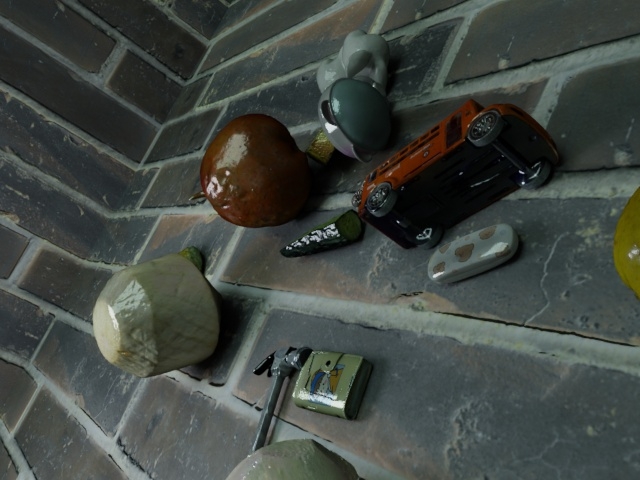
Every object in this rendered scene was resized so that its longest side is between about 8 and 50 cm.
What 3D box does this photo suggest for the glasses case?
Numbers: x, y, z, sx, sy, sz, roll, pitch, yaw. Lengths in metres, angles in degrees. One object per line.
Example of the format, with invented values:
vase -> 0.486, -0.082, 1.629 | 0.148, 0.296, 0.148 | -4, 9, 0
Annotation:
glasses case -> 0.237, 0.022, 1.033 | 0.164, 0.041, 0.063 | -27, 41, 43

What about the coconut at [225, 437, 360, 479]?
coconut -> -0.038, 0.384, 0.918 | 0.224, 0.224, 0.234 | -46, 31, 19

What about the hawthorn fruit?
hawthorn fruit -> -0.174, -0.148, 1.570 | 0.298, 0.277, 0.277 | -25, 30, -6

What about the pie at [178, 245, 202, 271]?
pie -> -0.442, 0.130, 1.920 | 0.277, 0.078, 0.277 | -35, 37, 31

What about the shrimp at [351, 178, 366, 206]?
shrimp -> 0.096, -0.111, 1.388 | 0.029, 0.038, 0.092 | 37, 94, 18

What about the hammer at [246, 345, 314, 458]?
hammer -> -0.118, 0.394, 1.201 | 0.152, 0.044, 0.427 | -19, 47, 49

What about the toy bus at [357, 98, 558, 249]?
toy bus -> 0.222, -0.120, 1.098 | 0.329, 0.143, 0.153 | -34, 33, 38

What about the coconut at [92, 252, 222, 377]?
coconut -> -0.370, 0.179, 1.577 | 0.329, 0.329, 0.329 | -37, 34, 31

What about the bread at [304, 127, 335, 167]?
bread -> 0.013, -0.233, 1.549 | 0.103, 0.065, 0.187 | -57, 8, 1

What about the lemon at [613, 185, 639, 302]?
lemon -> 0.404, -0.009, 0.689 | 0.207, 0.170, 0.170 | -52, 29, -4

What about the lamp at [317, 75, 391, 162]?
lamp -> 0.092, -0.283, 1.433 | 0.108, 0.179, 0.246 | -25, 21, 38

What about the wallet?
wallet -> 0.017, 0.248, 1.144 | 0.155, 0.039, 0.110 | -6, 57, 53

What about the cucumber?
cucumber -> 0.003, 0.002, 1.401 | 0.078, 0.062, 0.211 | -35, 5, -40

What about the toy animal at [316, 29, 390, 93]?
toy animal -> 0.081, -0.415, 1.613 | 0.193, 0.127, 0.178 | -19, 43, 49
